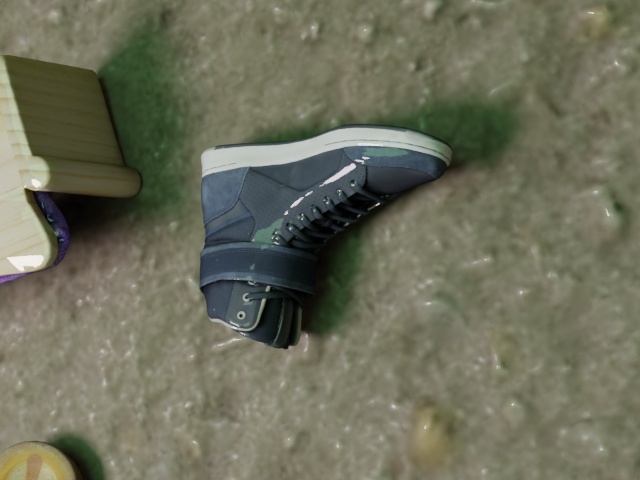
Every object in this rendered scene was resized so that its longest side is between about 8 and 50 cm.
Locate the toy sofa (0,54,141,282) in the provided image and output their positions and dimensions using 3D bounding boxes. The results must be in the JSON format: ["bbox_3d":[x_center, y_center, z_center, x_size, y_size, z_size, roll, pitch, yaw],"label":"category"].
[{"bbox_3d":[-0.340,-0.008,1.683,0.362,0.150,0.177,-22,80,23],"label":"toy sofa"}]

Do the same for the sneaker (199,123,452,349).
[{"bbox_3d":[0.001,0.001,1.539,0.226,0.086,0.163,-8,70,35],"label":"sneaker"}]

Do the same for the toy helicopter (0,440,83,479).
[{"bbox_3d":[-0.314,0.321,1.634,0.235,0.140,0.355,39,84,18],"label":"toy helicopter"}]
